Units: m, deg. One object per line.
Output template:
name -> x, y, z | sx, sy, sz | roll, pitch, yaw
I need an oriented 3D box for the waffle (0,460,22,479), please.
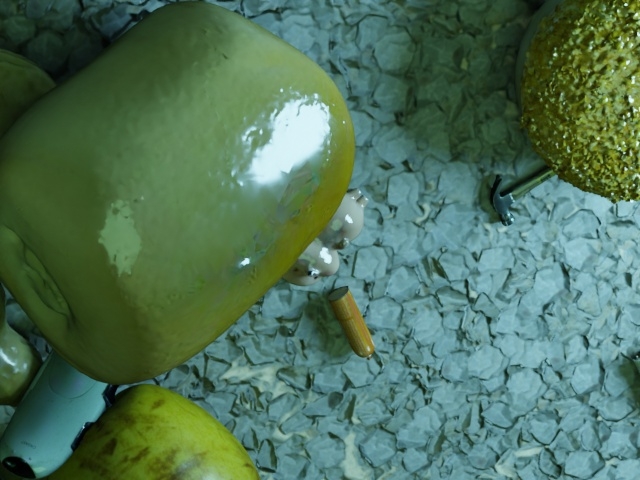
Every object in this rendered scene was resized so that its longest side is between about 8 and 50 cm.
waffle -> -0.502, 0.335, 1.879 | 0.329, 0.062, 0.329 | -6, 114, -13

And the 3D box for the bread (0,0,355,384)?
bread -> -0.143, -0.055, 1.633 | 0.376, 0.253, 0.348 | -44, 137, -32

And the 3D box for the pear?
pear -> -0.200, 0.312, 1.832 | 0.281, 0.281, 0.280 | -6, 115, -12

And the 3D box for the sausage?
sausage -> 0.041, 0.106, 1.931 | 0.031, 0.031, 0.107 | -27, 119, -1

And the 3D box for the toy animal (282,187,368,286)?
toy animal -> -0.001, -0.003, 1.850 | 0.150, 0.089, 0.083 | -43, 96, 11

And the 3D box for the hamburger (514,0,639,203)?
hamburger -> 0.365, -0.181, 1.796 | 0.294, 0.179, 0.276 | 9, 108, -17

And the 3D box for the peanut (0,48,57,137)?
peanut -> -0.420, -0.144, 1.642 | 0.305, 0.147, 0.147 | 11, 111, -17

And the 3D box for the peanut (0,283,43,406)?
peanut -> -0.397, 0.103, 1.777 | 0.110, 0.120, 0.236 | -14, 130, 32

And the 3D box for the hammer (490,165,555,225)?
hammer -> 0.286, -0.091, 1.913 | 0.182, 0.017, 0.062 | -34, 118, 1

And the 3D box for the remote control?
remote control -> -0.279, 0.161, 1.783 | 0.097, 0.256, 0.045 | 18, 149, 15

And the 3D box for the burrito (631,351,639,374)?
burrito -> 0.468, 0.209, 2.082 | 0.045, 0.041, 0.185 | -41, 120, -4
